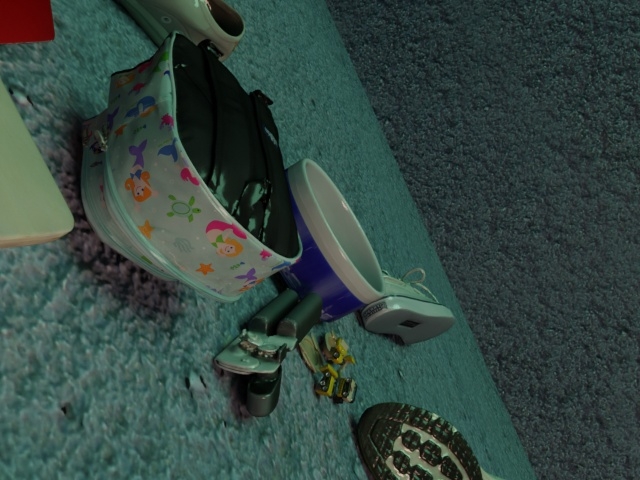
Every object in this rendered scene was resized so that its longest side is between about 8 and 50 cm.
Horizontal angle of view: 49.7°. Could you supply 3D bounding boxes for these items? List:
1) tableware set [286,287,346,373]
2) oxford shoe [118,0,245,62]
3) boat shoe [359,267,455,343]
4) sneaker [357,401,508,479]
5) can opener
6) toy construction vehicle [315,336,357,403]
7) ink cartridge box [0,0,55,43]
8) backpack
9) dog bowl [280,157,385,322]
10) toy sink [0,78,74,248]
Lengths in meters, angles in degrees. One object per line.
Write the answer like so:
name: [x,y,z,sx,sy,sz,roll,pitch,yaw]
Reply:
tableware set: [-0.011,0.137,1.100,0.141,0.020,0.169,67,16,10]
oxford shoe: [-0.260,-0.415,0.995,0.449,0.130,0.169,42,28,-49]
boat shoe: [0.174,0.128,1.521,0.367,0.136,0.156,20,42,-54]
sneaker: [0.191,0.410,1.163,0.410,0.182,0.158,42,67,-19]
can opener: [-0.061,0.131,0.898,0.280,0.074,0.093,-47,144,-71]
toy construction vehicle: [0.023,0.205,1.056,0.086,0.035,0.098,52,41,-41]
ink cartridge box: [-0.268,-0.308,0.604,0.309,0.130,0.271,-64,156,-70]
backpack: [-0.130,-0.061,0.727,0.225,0.191,0.253,42,19,-46]
dog bowl: [0.000,0.000,1.158,0.265,0.104,0.265,55,14,-21]
toy sink: [-0.279,-0.070,0.391,0.234,0.131,0.153,60,16,5]
